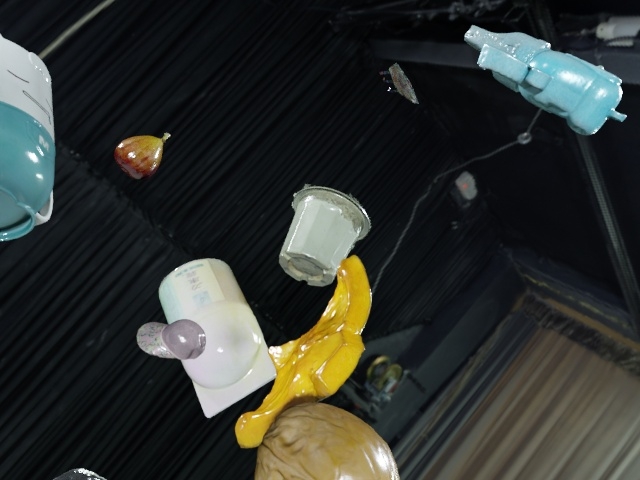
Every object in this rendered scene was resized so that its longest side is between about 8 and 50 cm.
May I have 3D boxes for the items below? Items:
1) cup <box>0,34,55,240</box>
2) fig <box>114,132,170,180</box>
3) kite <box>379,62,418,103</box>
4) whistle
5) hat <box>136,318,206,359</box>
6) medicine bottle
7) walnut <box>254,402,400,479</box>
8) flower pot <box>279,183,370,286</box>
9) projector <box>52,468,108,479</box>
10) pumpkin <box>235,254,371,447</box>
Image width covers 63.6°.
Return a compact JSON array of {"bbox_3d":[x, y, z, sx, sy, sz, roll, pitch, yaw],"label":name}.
[{"bbox_3d":[-0.512,-0.139,0.796,0.289,0.219,0.257,79,-8,-62],"label":"cup"},{"bbox_3d":[-0.345,-0.180,1.032,0.089,0.125,0.089,37,-20,16],"label":"fig"},{"bbox_3d":[0.220,-0.454,1.498,0.127,0.016,0.229,59,0,-20],"label":"kite"},{"bbox_3d":[0.337,-0.254,0.788,0.274,0.093,0.186,42,27,26],"label":"whistle"},{"bbox_3d":[-0.184,0.115,0.644,0.087,0.042,0.058,23,26,9],"label":"hat"},{"bbox_3d":[-0.292,0.271,1.469,0.406,0.236,0.235,57,2,36],"label":"medicine bottle"},{"bbox_3d":[0.004,0.296,0.650,0.207,0.167,0.167,10,-30,48],"label":"walnut"},{"bbox_3d":[0.000,0.000,1.697,0.290,0.259,0.290,16,-32,11],"label":"flower pot"},{"bbox_3d":[-0.315,0.604,0.753,0.395,0.242,0.405,3,-74,35],"label":"projector"},{"bbox_3d":[-0.013,0.194,0.894,0.095,0.290,0.258,38,20,-11],"label":"pumpkin"}]
